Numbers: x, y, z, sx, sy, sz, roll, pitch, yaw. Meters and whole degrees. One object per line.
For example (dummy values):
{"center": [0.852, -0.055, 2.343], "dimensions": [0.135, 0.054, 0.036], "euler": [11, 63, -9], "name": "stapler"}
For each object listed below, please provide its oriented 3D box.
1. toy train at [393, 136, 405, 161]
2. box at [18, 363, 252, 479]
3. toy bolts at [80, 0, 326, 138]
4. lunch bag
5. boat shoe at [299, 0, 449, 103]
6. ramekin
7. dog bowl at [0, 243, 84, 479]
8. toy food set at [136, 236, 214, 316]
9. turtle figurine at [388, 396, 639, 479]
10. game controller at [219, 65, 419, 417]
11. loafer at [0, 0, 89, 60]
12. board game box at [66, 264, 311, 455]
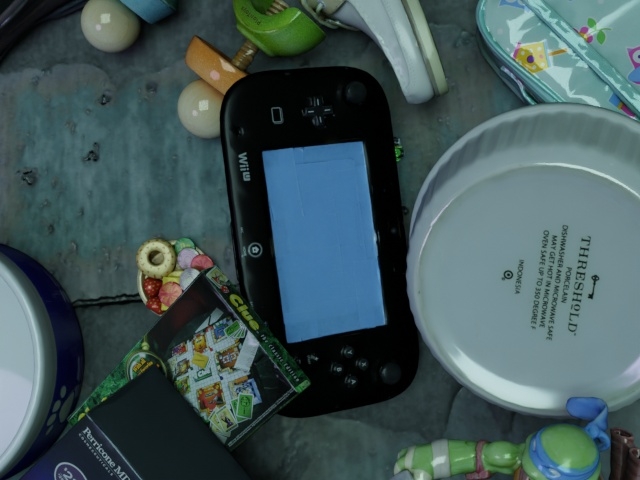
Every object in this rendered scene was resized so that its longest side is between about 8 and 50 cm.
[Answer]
{"center": [0.043, -0.092, 0.842], "dimensions": [0.083, 0.017, 0.024], "euler": [-1, 75, 8], "name": "toy train"}
{"center": [-0.140, 0.273, 0.750], "dimensions": [0.261, 0.103, 0.184], "euler": [49, 119, 3], "name": "box"}
{"center": [-0.148, -0.219, 0.798], "dimensions": [0.228, 0.218, 0.158], "euler": [43, 98, 27], "name": "toy bolts"}
{"center": [0.291, -0.175, 0.768], "dimensions": [0.224, 0.108, 0.279], "euler": [-44, 82, 2], "name": "lunch bag"}
{"center": [0.026, -0.253, 0.816], "dimensions": [0.103, 0.113, 0.302], "euler": [-26, 72, 6], "name": "boat shoe"}
{"center": [0.195, 0.025, 0.709], "dimensions": [0.272, 0.127, 0.273], "euler": [6, 108, 20], "name": "ramekin"}
{"center": [-0.379, 0.124, 0.838], "dimensions": [0.264, 0.104, 0.265], "euler": [-1, 85, 8], "name": "dog bowl"}
{"center": [-0.148, 0.038, 0.855], "dimensions": [0.082, 0.020, 0.083], "euler": [1, 85, 8], "name": "toy food set"}
{"center": [0.127, 0.262, 0.655], "dimensions": [0.197, 0.266, 0.275], "euler": [18, 53, 29], "name": "turtle figurine"}
{"center": [0.000, 0.000, 0.781], "dimensions": [0.166, 0.067, 0.319], "euler": [-8, 92, -28], "name": "game controller"}
{"center": [-0.351, -0.248, 0.867], "dimensions": [0.302, 0.095, 0.109], "euler": [-30, 82, 4], "name": "loafer"}
{"center": [-0.132, 0.151, 0.781], "dimensions": [0.136, 0.030, 0.259], "euler": [49, 122, 6], "name": "board game box"}
